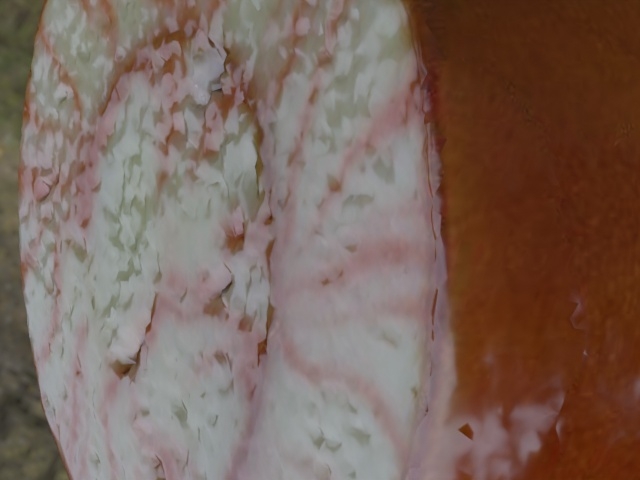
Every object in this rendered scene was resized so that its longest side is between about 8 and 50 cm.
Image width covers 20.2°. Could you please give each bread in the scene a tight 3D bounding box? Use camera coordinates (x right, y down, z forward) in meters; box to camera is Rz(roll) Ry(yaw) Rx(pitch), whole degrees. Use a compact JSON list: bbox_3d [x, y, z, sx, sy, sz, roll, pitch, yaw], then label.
[{"bbox_3d":[0.000,-0.004,0.609,0.114,0.295,0.327,0,-152,-29],"label":"bread"}]
